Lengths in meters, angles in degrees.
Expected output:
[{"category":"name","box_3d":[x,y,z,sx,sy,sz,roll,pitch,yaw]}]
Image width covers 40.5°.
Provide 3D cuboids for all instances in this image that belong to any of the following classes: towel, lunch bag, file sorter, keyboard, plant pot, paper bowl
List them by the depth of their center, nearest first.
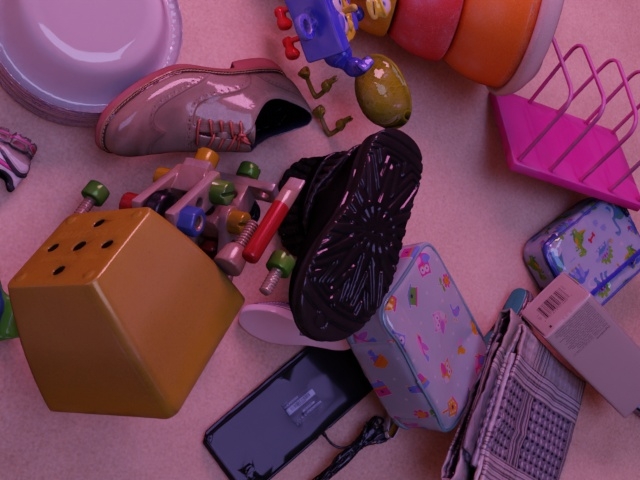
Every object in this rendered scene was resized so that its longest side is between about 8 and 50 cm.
[{"category":"plant pot","box_3d":[-0.258,0.077,1.086,0.187,0.212,0.212,65,36,-33]},{"category":"paper bowl","box_3d":[-0.342,-0.318,1.260,0.284,0.148,0.284,3,82,-24]},{"category":"keyboard","box_3d":[-0.012,0.289,1.378,0.317,0.033,0.201,-37,90,-23]},{"category":"lunch bag","box_3d":[0.158,0.154,1.388,0.279,0.108,0.224,61,42,-25]},{"category":"towel","box_3d":[0.342,0.317,1.455,0.324,0.056,0.312,39,67,-40]},{"category":"file sorter","box_3d":[0.487,-0.216,1.548,0.290,0.182,0.202,15,47,-21]},{"category":"lunch bag","box_3d":[0.499,0.028,1.612,0.219,0.090,0.176,-34,99,-23]}]

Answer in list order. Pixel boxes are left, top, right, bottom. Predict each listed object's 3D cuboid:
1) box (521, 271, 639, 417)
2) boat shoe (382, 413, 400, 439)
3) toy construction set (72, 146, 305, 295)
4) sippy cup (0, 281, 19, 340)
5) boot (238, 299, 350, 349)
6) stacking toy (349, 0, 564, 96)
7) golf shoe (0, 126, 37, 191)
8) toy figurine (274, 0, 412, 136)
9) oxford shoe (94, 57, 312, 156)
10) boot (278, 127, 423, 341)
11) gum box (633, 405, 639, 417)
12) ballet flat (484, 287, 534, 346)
[{"category":"box","box_3d":[0.483,0.186,1.526,0.113,0.094,0.275,-44,119,5]},{"category":"boat shoe","box_3d":[0.129,0.285,1.439,0.035,0.035,0.100,34,71,-16]},{"category":"toy construction set","box_3d":[-0.132,-0.051,1.239,0.257,0.309,0.237,51,55,-33]},{"category":"sippy cup","box_3d":[-0.512,0.075,1.085,0.305,0.224,0.240,-27,94,-25]},{"category":"boot","box_3d":[-0.033,0.119,1.384,0.190,0.069,0.086,13,37,-4]},{"category":"stacking toy","box_3d":[0.140,-0.441,1.439,0.480,0.350,0.351,7,79,-7]},{"category":"golf shoe","box_3d":[-0.497,-0.133,1.207,0.186,0.067,0.086,23,76,-19]},{"category":"toy figurine","box_3d":[-0.004,-0.303,1.305,0.217,0.191,0.362,-51,126,-61]},{"category":"oxford shoe","box_3d":[-0.161,-0.185,1.285,0.348,0.123,0.130,-24,54,-34]},{"category":"boot","box_3d":[0.003,0.002,1.297,0.131,0.260,0.348,39,62,-24]},{"category":"gum box","box_3d":[0.688,0.280,1.682,0.157,0.041,0.184,34,71,-16]},{"category":"ballet flat","box_3d":[0.331,0.172,1.532,0.070,0.070,0.188,42,72,-13]}]
